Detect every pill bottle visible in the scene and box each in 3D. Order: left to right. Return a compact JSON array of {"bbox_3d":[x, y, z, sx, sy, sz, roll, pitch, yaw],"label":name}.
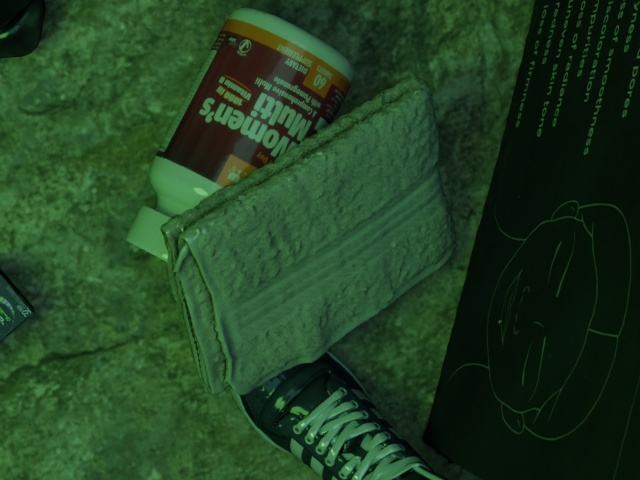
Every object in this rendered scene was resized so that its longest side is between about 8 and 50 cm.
[{"bbox_3d":[-0.070,-0.075,1.346,0.121,0.121,0.221,28,87,-11],"label":"pill bottle"}]

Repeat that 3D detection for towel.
[{"bbox_3d":[0.000,0.000,1.324,0.282,0.049,0.187,-34,133,-25],"label":"towel"}]

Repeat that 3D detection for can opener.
[{"bbox_3d":[-0.307,-0.154,1.333,0.186,0.059,0.073,-39,126,2],"label":"can opener"}]

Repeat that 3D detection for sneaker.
[{"bbox_3d":[0.032,0.185,1.360,0.099,0.153,0.282,-42,99,-7],"label":"sneaker"}]

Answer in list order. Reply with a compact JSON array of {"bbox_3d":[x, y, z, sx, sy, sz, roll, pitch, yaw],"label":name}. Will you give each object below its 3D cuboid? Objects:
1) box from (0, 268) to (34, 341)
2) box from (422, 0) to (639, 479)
[{"bbox_3d":[-0.293,0.064,1.344,0.083,0.052,0.062,-40,98,-6],"label":"box"},{"bbox_3d":[0.330,0.009,1.250,0.297,0.472,0.480,15,90,-11],"label":"box"}]
